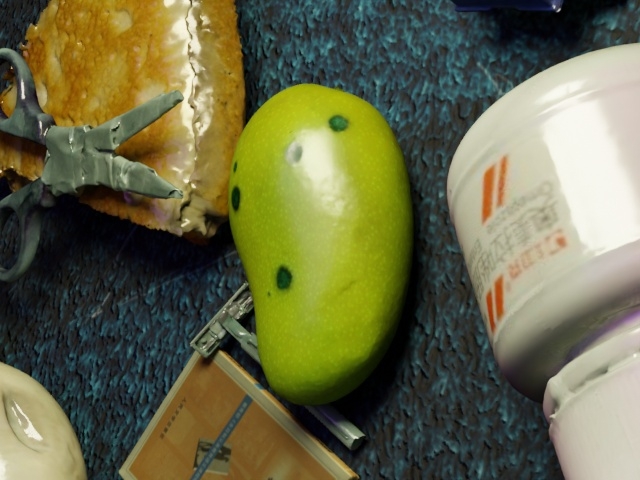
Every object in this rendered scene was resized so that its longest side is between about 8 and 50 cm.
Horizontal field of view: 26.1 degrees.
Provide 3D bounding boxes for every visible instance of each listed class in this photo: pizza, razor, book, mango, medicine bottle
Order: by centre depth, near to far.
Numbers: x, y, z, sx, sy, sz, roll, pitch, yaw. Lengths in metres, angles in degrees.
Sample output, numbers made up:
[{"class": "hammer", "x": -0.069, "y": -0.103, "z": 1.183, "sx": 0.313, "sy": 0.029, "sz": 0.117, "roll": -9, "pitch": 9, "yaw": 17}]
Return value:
[{"class": "medicine bottle", "x": 0.236, "y": 0.043, "z": 0.961, "sx": 0.241, "sy": 0.241, "sz": 0.302, "roll": -31, "pitch": 57, "yaw": 27}, {"class": "mango", "x": 0.000, "y": 0.000, "z": 1.236, "sx": 0.175, "sy": 0.143, "sz": 0.293, "roll": -9, "pitch": 74, "yaw": 30}, {"class": "razor", "x": -0.034, "y": 0.123, "z": 1.278, "sx": 0.084, "sy": 0.036, "sz": 0.211, "roll": -49, "pitch": 52, "yaw": -3}, {"class": "book", "x": -0.086, "y": 0.222, "z": 1.302, "sx": 0.241, "sy": 0.018, "sz": 0.170, "roll": 38, "pitch": 98, "yaw": 41}, {"class": "pizza", "x": -0.232, "y": -0.170, "z": 1.502, "sx": 0.406, "sy": 0.130, "sz": 0.440, "roll": -23, "pitch": 69, "yaw": 41}]

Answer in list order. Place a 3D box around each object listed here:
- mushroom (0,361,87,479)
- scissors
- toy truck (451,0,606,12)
[{"class": "mushroom", "x": -0.395, "y": 0.297, "z": 1.354, "sx": 0.353, "sy": 0.353, "sz": 0.325, "roll": -19, "pitch": 93, "yaw": 33}, {"class": "scissors", "x": -0.250, "y": -0.089, "z": 1.397, "sx": 0.383, "sy": 0.029, "sz": 0.256, "roll": -4, "pitch": 88, "yaw": 50}, {"class": "toy truck", "x": 0.172, "y": -0.303, "z": 1.183, "sx": 0.161, "sy": 0.177, "sz": 0.213, "roll": 7, "pitch": 79, "yaw": 41}]
